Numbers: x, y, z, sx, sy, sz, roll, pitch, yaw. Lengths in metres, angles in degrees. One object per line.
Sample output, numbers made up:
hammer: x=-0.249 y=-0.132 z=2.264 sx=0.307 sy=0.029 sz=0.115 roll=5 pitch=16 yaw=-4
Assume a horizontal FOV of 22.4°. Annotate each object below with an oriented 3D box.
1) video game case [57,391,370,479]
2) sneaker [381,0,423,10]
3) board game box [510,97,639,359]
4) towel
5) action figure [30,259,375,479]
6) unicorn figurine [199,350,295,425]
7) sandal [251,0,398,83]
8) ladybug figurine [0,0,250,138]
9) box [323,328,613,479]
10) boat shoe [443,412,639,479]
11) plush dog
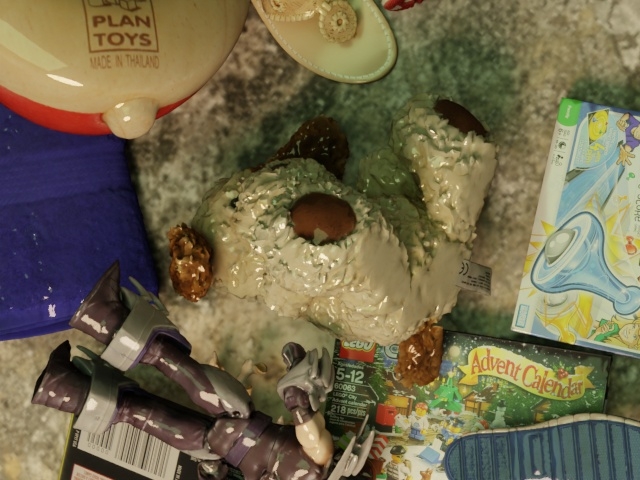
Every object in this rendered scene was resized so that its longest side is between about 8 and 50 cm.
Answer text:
video game case: x=-0.111 y=0.273 z=1.372 sx=0.275 sy=0.035 sz=0.248 roll=18 pitch=102 yaw=23
sneaker: x=0.113 y=-0.306 z=1.367 sx=0.221 sy=0.087 sz=0.128 roll=-35 pitch=81 yaw=8
board game box: x=0.246 y=-0.008 z=1.345 sx=0.136 sy=0.035 sz=0.201 roll=12 pitch=90 yaw=14
towel: x=-0.281 y=-0.066 z=1.425 sx=0.227 sy=0.076 sz=0.308 roll=-9 pitch=84 yaw=-21
action figure: x=-0.074 y=0.141 z=1.258 sx=0.285 sy=0.099 sz=0.185 roll=33 pitch=110 yaw=-3
unicorn figurine: x=-0.053 y=0.179 z=1.392 sx=0.162 sy=0.060 sz=0.111 roll=57 pitch=134 yaw=29
sandal: x=-0.033 y=-0.230 z=1.399 sx=0.088 sy=0.079 sz=0.240 roll=-42 pitch=79 yaw=8
ladybug figurine: x=-0.221 y=-0.252 z=1.349 sx=0.305 sy=0.162 sz=0.449 roll=-2 pitch=55 yaw=-24
box: x=0.119 y=0.157 z=1.362 sx=0.233 sy=0.044 sz=0.159 roll=8 pitch=89 yaw=13
boat shoe: x=0.194 y=0.169 z=1.286 sx=0.183 sy=0.066 sz=0.066 roll=-1 pitch=85 yaw=18
plush dog: x=0.000 y=0.000 z=1.328 sx=0.225 sy=0.262 sz=0.210 roll=18 pitch=129 yaw=33
